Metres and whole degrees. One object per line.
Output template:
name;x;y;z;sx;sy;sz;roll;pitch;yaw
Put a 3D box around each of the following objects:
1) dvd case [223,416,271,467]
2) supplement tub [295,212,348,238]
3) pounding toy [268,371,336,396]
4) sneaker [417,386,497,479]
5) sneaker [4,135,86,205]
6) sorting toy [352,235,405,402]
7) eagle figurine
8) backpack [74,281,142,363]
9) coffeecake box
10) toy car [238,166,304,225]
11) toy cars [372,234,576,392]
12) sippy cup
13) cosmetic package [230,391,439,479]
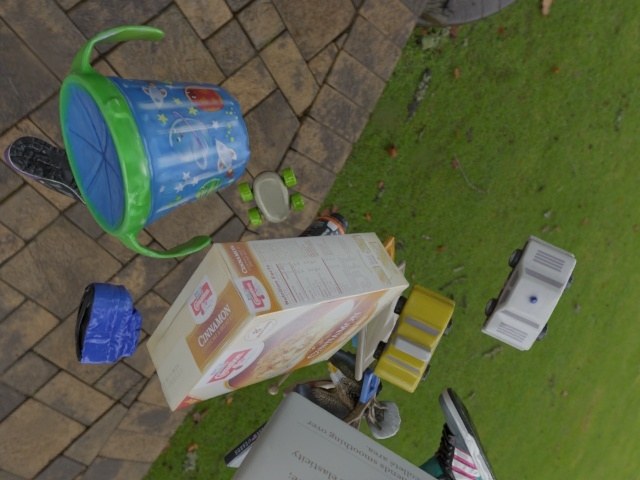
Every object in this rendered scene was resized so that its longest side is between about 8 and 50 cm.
dvd case;-0.110;0.515;1.255;0.179;0.029;0.239;-41;143;2
supplement tub;0.000;0.000;1.344;0.198;0.106;0.106;-46;135;-42
pounding toy;-0.045;0.475;1.608;0.269;0.154;0.155;-8;89;2
sneaker;0.286;0.498;1.137;0.178;0.124;0.295;-23;90;12
sneaker;-0.605;-0.155;1.196;0.283;0.124;0.107;34;69;-37
sorting toy;0.107;0.145;0.965;0.196;0.047;0.348;-35;134;-52
eagle figurine;0.068;0.424;1.388;0.226;0.298;0.225;-1;84;-22
backpack;-0.351;0.130;0.822;0.101;0.098;0.120;7;94;-35
coffeecake box;-0.034;0.065;0.438;0.185;0.068;0.142;-4;145;-46
toy car;-0.145;-0.143;1.432;0.155;0.188;0.149;-19;112;-3
toy cars;0.251;0.135;0.832;0.393;0.087;0.176;-25;90;13
sippy cup;-0.242;-0.146;0.764;0.224;0.240;0.305;-21;143;-38
cosmetic package;-0.018;0.433;0.471;0.327;0.329;0.393;-62;172;16
